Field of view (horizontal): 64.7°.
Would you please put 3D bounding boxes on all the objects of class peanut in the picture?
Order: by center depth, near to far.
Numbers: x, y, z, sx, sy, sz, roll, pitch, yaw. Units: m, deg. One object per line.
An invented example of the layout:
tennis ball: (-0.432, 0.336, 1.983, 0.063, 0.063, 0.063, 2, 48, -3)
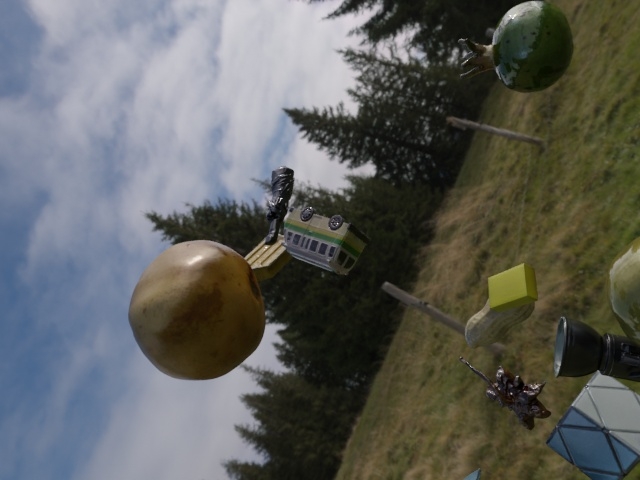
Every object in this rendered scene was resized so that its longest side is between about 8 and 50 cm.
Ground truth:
peanut: (0.536, 0.231, 1.536, 0.257, 0.123, 0.123, -52, 1, 34)

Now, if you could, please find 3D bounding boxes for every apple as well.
apple: (0.710, 0.101, 1.016, 0.262, 0.262, 0.263, 22, -90, -80)

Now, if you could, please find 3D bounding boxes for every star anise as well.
star anise: (0.360, 0.290, 0.999, 0.070, 0.190, 0.098, -24, -46, -34)

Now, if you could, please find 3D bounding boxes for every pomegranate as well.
pomegranate: (0.406, -0.398, 1.060, 0.181, 0.224, 0.182, -4, -90, -70)
pomegranate: (-0.359, 0.200, 1.456, 0.416, 0.416, 0.417, 22, -90, -80)

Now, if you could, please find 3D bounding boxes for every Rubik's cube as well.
Rubik's cube: (0.816, 0.542, 1.453, 0.207, 0.205, 0.205, -25, -42, -36)

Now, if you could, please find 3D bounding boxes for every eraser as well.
eraser: (0.509, 0.129, 1.345, 0.122, 0.045, 0.097, -35, 39, 47)

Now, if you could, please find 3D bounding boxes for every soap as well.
soap: (-0.235, 0.081, 2.210, 0.257, 0.160, 0.080, -46, -48, -29)

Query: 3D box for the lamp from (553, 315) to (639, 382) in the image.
lamp: (0.664, 0.261, 1.146, 0.172, 0.227, 0.147, 31, -113, -69)

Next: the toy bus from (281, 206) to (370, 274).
toy bus: (0.000, 0.000, 1.785, 0.143, 0.305, 0.179, 35, -102, -48)

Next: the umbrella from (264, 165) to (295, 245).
umbrella: (-0.114, -0.089, 1.343, 0.071, 0.070, 0.249, 93, -177, -62)

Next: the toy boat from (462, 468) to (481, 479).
toy boat: (0.473, 0.763, 1.589, 0.122, 0.034, 0.096, -63, 13, 2)
